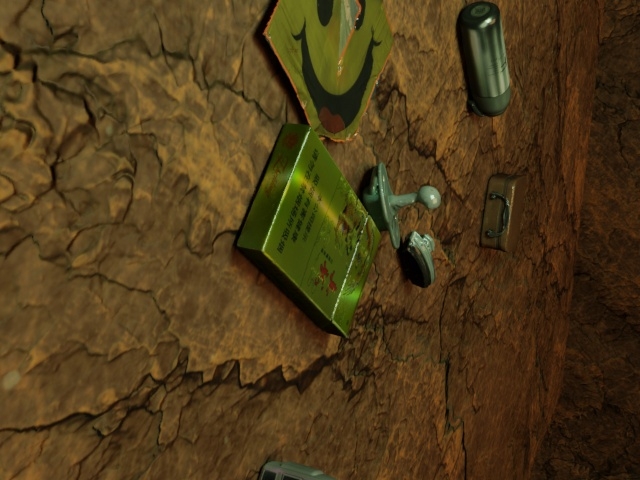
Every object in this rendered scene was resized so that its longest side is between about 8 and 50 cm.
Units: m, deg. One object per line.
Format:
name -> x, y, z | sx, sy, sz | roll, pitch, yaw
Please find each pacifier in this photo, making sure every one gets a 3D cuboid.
pacifier -> 0.128, -0.062, 1.123 | 0.127, 0.116, 0.150 | -89, 163, -45

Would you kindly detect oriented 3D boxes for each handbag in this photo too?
handbag -> 0.451, -0.069, 1.784 | 0.151, 0.072, 0.194 | -6, 106, -62

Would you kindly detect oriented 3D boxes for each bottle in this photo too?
bottle -> 0.323, -0.348, 1.432 | 0.096, 0.079, 0.254 | -33, 141, -3

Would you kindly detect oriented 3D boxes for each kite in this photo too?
kite -> 0.025, -0.290, 0.942 | 0.377, 0.013, 0.328 | -19, 115, -60

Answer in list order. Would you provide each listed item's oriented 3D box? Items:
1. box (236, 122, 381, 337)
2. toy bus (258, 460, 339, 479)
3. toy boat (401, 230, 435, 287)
box -> 0.000, 0.000, 0.971 | 0.311, 0.043, 0.173 | 52, 54, -56
toy bus -> -0.024, 0.341, 0.969 | 0.060, 0.122, 0.075 | 28, 72, -62
toy boat -> 0.182, 0.027, 1.313 | 0.066, 0.059, 0.140 | -52, 143, -22
